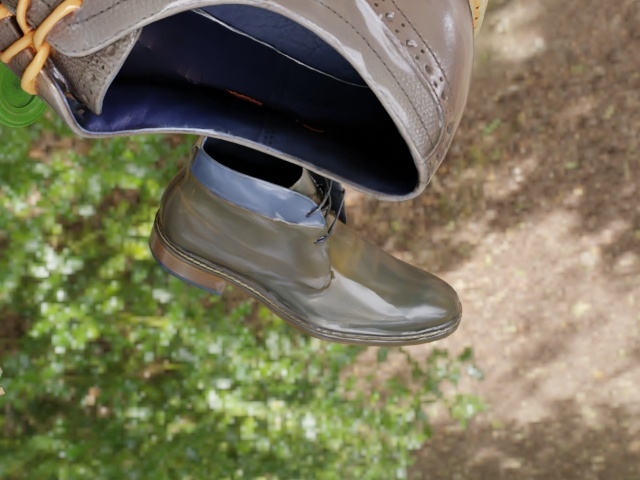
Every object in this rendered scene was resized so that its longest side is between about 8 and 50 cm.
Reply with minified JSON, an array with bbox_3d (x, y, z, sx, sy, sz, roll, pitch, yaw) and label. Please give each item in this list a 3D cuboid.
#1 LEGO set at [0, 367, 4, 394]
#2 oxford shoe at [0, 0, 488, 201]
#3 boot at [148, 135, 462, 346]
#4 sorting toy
[{"bbox_3d":[-0.388,0.064,0.913,0.255,0.331,0.192,-14,-164,-1],"label":"LEGO set"},{"bbox_3d":[-0.101,-0.124,0.464,0.364,0.132,0.130,19,144,-13],"label":"oxford shoe"},{"bbox_3d":[0.000,0.000,0.826,0.219,0.082,0.106,16,137,-4],"label":"boot"},{"bbox_3d":[-0.205,-0.110,0.747,0.042,0.061,0.102,13,166,37],"label":"sorting toy"}]
